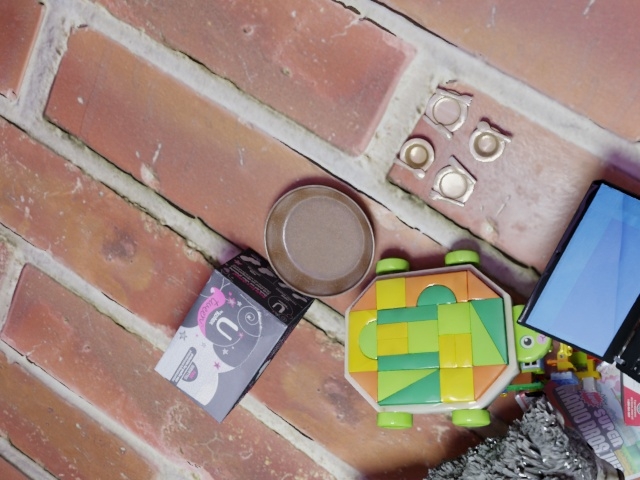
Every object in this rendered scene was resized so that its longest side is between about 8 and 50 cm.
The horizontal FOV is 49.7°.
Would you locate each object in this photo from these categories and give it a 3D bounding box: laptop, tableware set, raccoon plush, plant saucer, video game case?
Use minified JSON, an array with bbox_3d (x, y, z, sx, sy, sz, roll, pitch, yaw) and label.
[{"bbox_3d":[0.441,0.083,0.899,0.264,0.136,0.234,40,111,48],"label":"laptop"},{"bbox_3d":[0.203,-0.143,1.081,0.141,0.020,0.169,36,113,7],"label":"tableware set"},{"bbox_3d":[0.210,0.397,1.011,0.446,0.299,0.216,-23,55,3],"label":"raccoon plush"},{"bbox_3d":[0.000,0.000,1.183,0.198,0.036,0.199,5,107,17],"label":"plant saucer"},{"bbox_3d":[0.487,0.276,1.097,0.285,0.025,0.204,-30,93,24],"label":"video game case"}]

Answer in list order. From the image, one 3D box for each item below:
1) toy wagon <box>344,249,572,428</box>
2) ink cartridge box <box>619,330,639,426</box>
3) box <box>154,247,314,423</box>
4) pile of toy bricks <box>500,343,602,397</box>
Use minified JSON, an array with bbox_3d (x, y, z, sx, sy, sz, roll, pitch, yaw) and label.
[{"bbox_3d":[0.203,0.146,1.057,0.344,0.068,0.267,-8,67,23],"label":"toy wagon"},{"bbox_3d":[0.533,0.202,1.005,0.175,0.072,0.127,-2,103,20],"label":"ink cartridge box"},{"bbox_3d":[-0.155,0.166,1.228,0.163,0.142,0.247,37,113,6],"label":"box"},{"bbox_3d":[0.321,0.184,1.096,0.212,0.118,0.105,-14,56,37],"label":"pile of toy bricks"}]
